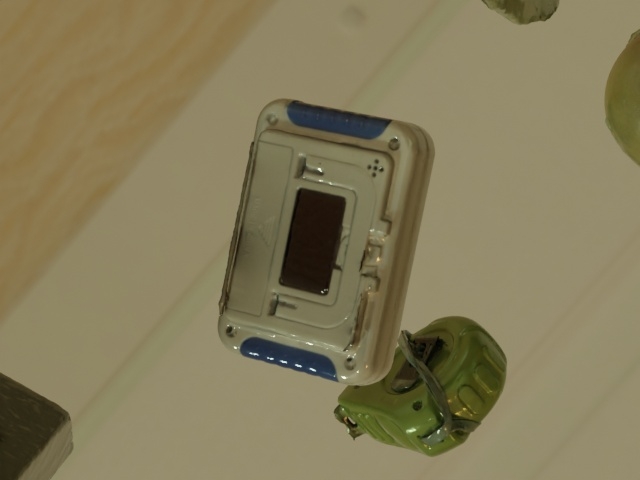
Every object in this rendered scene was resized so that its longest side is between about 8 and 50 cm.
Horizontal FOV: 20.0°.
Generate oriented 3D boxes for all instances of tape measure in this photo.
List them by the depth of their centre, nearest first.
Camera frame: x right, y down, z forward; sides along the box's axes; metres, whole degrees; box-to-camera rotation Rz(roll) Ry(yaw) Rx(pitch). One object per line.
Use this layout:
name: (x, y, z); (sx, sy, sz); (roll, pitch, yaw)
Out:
tape measure: (0.124, 0.163, 2.051); (0.106, 0.175, 0.200); (47, 164, -20)

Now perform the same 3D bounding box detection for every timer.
timer: (0.000, 0.000, 1.713); (0.178, 0.253, 0.078); (12, -177, 28)

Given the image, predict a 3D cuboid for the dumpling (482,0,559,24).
dumpling: (0.059, -0.289, 1.249); (0.212, 0.320, 0.270); (9, 140, 26)

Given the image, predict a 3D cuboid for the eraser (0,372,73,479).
eraser: (-0.262, 0.168, 1.119); (0.111, 0.077, 0.352); (26, -150, 5)

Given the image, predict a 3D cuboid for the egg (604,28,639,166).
egg: (0.325, -0.112, 1.435); (0.202, 0.164, 0.164); (-1, -167, -6)
